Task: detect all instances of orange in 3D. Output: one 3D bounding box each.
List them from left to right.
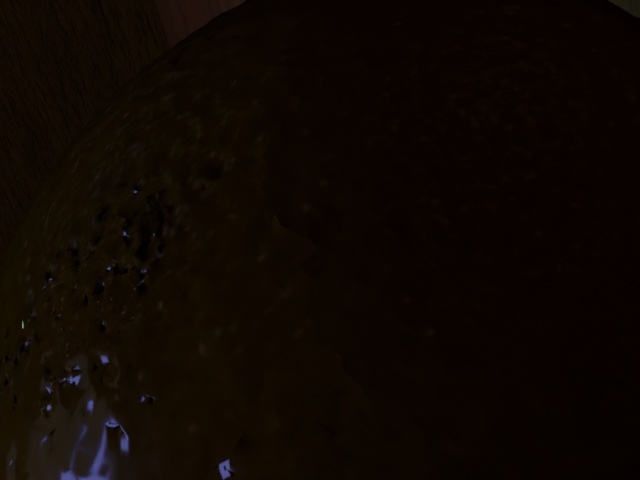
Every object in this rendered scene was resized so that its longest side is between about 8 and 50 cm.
[{"bbox_3d":[0.030,0.054,0.455,0.274,0.274,0.274,158,90,-84],"label":"orange"}]
